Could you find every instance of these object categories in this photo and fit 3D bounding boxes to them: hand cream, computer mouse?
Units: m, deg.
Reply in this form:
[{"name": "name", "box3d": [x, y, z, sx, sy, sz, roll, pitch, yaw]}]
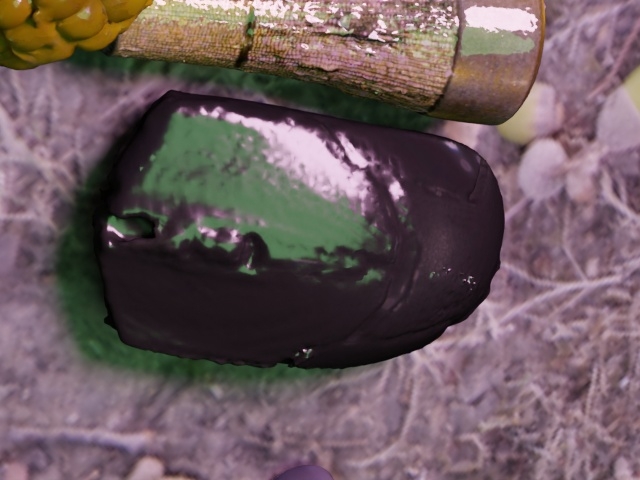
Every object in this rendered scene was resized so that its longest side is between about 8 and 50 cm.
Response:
[{"name": "hand cream", "box3d": [-0.005, -0.096, 0.837, 0.203, 0.084, 0.084, 1, 106, -18]}, {"name": "computer mouse", "box3d": [0.000, 0.000, 0.866, 0.217, 0.073, 0.122, 6, 104, -25]}]

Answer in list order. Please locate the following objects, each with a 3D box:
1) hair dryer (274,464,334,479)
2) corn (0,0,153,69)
[{"name": "hair dryer", "box3d": [-0.012, 0.175, 0.929, 0.037, 0.063, 0.114, 7, 118, -28]}, {"name": "corn", "box3d": [-0.159, -0.230, 0.686, 0.131, 0.131, 0.344, -31, 117, -13]}]
